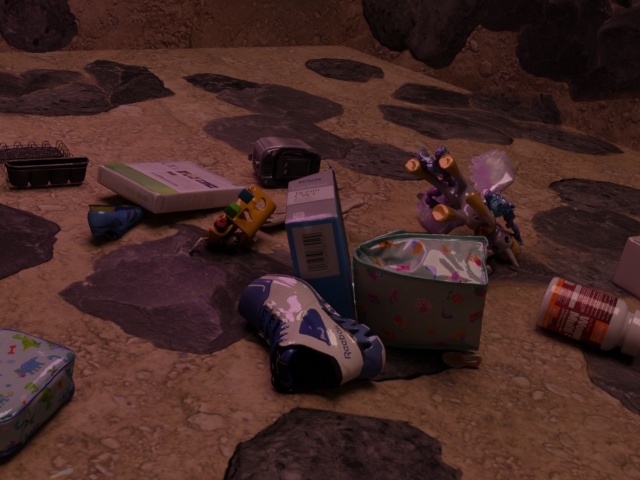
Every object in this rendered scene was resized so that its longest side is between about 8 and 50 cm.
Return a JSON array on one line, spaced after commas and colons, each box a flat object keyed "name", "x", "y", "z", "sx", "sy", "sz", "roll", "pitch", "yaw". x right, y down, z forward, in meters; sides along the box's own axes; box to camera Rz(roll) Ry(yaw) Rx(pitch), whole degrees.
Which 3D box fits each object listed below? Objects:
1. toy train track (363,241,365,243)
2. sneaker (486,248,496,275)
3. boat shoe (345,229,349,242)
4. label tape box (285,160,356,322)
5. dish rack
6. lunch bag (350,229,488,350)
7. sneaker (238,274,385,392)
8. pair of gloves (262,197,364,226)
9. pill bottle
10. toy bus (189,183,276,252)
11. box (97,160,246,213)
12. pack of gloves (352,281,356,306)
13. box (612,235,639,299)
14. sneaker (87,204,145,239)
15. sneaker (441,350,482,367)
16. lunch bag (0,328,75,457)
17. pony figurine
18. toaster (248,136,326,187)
[{"name": "toy train track", "x": 0.123, "y": 0.028, "z": 1.929, "sx": 0.048, "sy": 0.014, "sz": 0.083, "roll": 25, "pitch": 33, "yaw": 13}, {"name": "sneaker", "x": 0.347, "y": 0.073, "z": 1.788, "sx": 0.180, "sy": 0.125, "sz": 0.321, "roll": 2, "pitch": 26, "yaw": -15}, {"name": "boat shoe", "x": -0.001, "y": 0.027, "z": 1.851, "sx": 0.065, "sy": 0.075, "sz": 0.206, "roll": -25, "pitch": 8, "yaw": 37}, {"name": "label tape box", "x": 0.000, "y": 0.000, "z": 1.642, "sx": 0.115, "sy": 0.249, "sz": 0.348, "roll": -10, "pitch": 24, "yaw": 2}, {"name": "dish rack", "x": -0.762, "y": -0.221, "z": 2.036, "sx": 0.208, "sy": 0.074, "sz": 0.271, "roll": -6, "pitch": 29, "yaw": -34}, {"name": "lunch bag", "x": 0.194, "y": 0.100, "z": 1.513, "sx": 0.262, "sy": 0.223, "sz": 0.160, "roll": 3, "pitch": 45, "yaw": 9}, {"name": "sneaker", "x": -0.051, "y": 0.178, "z": 1.405, "sx": 0.315, "sy": 0.127, "sz": 0.182, "roll": 28, "pitch": 28, "yaw": 29}, {"name": "pair of gloves", "x": -0.027, "y": -0.064, "z": 1.967, "sx": 0.240, "sy": 0.042, "sz": 0.204, "roll": 0, "pitch": 19, "yaw": 33}, {"name": "pill bottle", "x": 0.605, "y": 0.172, "z": 1.684, "sx": 0.221, "sy": 0.121, "sz": 0.121, "roll": 21, "pitch": 27, "yaw": 21}, {"name": "toy bus", "x": -0.194, "y": -0.034, "z": 1.819, "sx": 0.104, "sy": 0.202, "sz": 0.191, "roll": 41, "pitch": 17, "yaw": -6}, {"name": "box", "x": -0.387, "y": -0.146, "z": 1.996, "sx": 0.232, "sy": 0.058, "sz": 0.322, "roll": 26, "pitch": 20, "yaw": 31}, {"name": "pack of gloves", "x": 0.164, "y": 0.135, "z": 1.702, "sx": 0.195, "sy": 0.046, "sz": 0.232, "roll": -22, "pitch": 39, "yaw": -25}, {"name": "box", "x": 0.946, "y": 0.062, "z": 2.027, "sx": 0.311, "sy": 0.148, "sz": 0.121, "roll": -5, "pitch": 28, "yaw": -32}, {"name": "sneaker", "x": -0.486, "y": -0.045, "z": 1.798, "sx": 0.069, "sy": 0.082, "sz": 0.209, "roll": 2, "pitch": 4, "yaw": 14}, {"name": "sneaker", "x": 0.282, "y": 0.238, "z": 1.532, "sx": 0.083, "sy": 0.032, "sz": 0.037, "roll": 8, "pitch": 8, "yaw": -11}, {"name": "lunch bag", "x": -0.496, "y": 0.228, "z": 1.165, "sx": 0.176, "sy": 0.090, "sz": 0.219, "roll": 15, "pitch": 25, "yaw": 7}, {"name": "pony figurine", "x": 0.378, "y": -0.105, "z": 1.995, "sx": 0.363, "sy": 0.303, "sz": 0.351, "roll": 32, "pitch": 25, "yaw": -43}, {"name": "toaster", "x": -0.100, "y": -0.239, "z": 2.274, "sx": 0.227, "sy": 0.129, "sz": 0.146, "roll": -2, "pitch": 25, "yaw": -22}]
